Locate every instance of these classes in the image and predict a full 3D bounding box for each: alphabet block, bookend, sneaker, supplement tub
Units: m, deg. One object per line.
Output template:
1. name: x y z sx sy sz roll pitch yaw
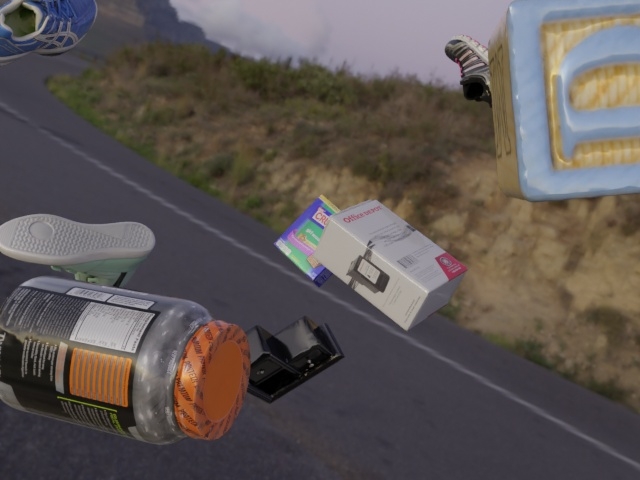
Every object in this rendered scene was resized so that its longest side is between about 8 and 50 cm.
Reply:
1. alphabet block: 0.280 -0.143 0.899 0.192 0.194 0.197 -3 4 5
2. bookend: -0.063 0.183 1.430 0.072 0.157 0.156 61 6 30
3. sneaker: -0.417 0.038 1.453 0.255 0.151 0.094 3 51 -31
4. sneaker: -0.375 -0.293 1.183 0.081 0.080 0.211 -21 15 42
5. sneaker: 0.231 -0.252 1.314 0.063 0.075 0.170 35 8 -44
6. supplement tub: -0.267 0.161 1.175 0.315 0.194 0.193 9 1 21

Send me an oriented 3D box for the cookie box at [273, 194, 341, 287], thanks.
1. cookie box: 0.000 0.000 1.325 0.092 0.107 0.040 42 -5 23

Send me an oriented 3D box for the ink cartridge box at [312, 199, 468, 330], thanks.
1. ink cartridge box: 0.083 0.025 1.043 0.150 0.063 0.109 38 31 21
